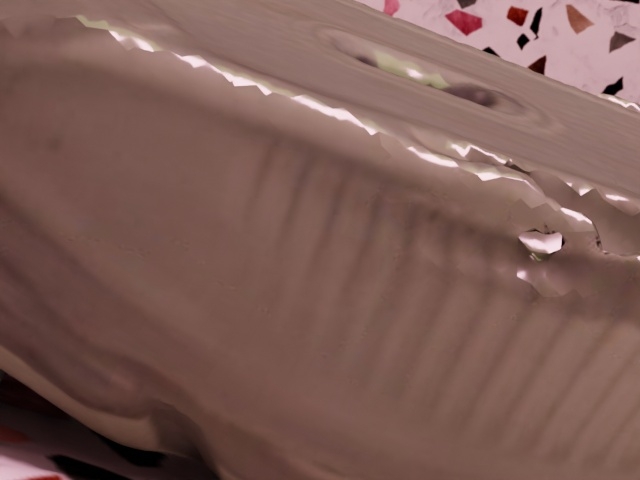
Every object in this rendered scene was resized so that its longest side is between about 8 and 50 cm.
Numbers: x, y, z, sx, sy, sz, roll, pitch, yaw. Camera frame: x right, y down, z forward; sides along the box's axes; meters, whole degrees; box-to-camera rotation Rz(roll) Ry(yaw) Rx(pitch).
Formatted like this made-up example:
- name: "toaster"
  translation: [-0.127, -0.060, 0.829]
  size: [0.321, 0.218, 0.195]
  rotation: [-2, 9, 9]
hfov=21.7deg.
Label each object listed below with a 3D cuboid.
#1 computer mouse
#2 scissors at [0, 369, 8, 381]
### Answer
- name: "computer mouse"
  translation: [-0.004, 0.002, 0.537]
  size: [0.429, 0.145, 0.228]
  rotation: [20, 19, -7]
- name: "scissors"
  translation: [-0.118, 0.030, 0.525]
  size: [0.101, 0.027, 0.204]
  rotation: [17, 1, 11]
